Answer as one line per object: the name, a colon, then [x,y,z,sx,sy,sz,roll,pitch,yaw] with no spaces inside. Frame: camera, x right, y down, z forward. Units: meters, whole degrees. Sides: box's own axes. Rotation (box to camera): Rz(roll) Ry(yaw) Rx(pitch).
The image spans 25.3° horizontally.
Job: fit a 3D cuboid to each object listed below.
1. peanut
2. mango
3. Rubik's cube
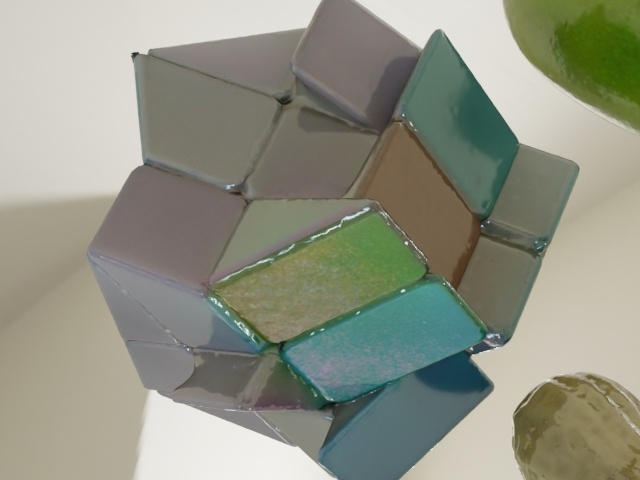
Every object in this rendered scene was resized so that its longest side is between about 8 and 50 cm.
peanut: [0.246,0.200,1.083,0.256,0.123,0.124,41,-74,41]
mango: [0.302,-0.186,1.296,0.156,0.192,0.343,-34,-126,-21]
Rubik's cube: [0.000,0.000,1.203,0.368,0.387,0.358,19,-114,12]
